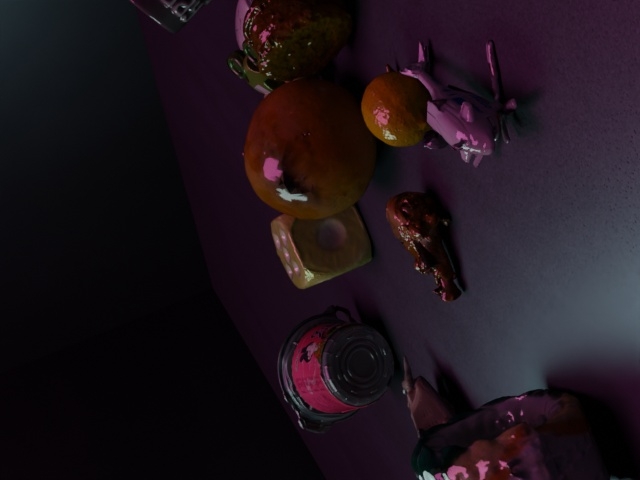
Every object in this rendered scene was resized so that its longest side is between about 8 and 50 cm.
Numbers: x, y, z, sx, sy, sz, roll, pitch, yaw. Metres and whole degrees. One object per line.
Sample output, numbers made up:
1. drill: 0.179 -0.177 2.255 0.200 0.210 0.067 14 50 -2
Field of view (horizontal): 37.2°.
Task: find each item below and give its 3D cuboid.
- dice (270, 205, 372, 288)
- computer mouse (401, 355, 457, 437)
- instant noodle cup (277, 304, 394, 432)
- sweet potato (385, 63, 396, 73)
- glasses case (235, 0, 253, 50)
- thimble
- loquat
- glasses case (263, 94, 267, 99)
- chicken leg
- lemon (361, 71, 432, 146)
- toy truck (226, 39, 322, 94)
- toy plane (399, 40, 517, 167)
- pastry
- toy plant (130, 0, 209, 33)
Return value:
1. dice: 0.000 0.000 2.045 0.169 0.166 0.169 68 165 1
2. computer mouse: 0.251 0.399 1.849 0.199 0.114 0.389 76 178 -65
3. instant noodle cup: 0.054 0.288 2.171 0.181 0.258 0.303 -21 63 61
4. sweet potato: 0.129 -0.231 1.537 0.026 0.026 0.115 -175 69 -74
5. glasses case: -0.163 -0.484 2.160 0.076 0.049 0.197 64 165 15
6. thimble: 0.274 0.330 1.370 0.167 0.254 0.288 67 163 1
7. loquat: -0.017 -0.167 1.759 0.263 0.263 0.263 59 163 31
8. glasses case: -0.061 -0.310 2.050 0.102 0.070 0.193 38 159 5
9. chicken leg: 0.184 0.010 1.594 0.208 0.085 0.101 62 155 -10
10. lemon: 0.118 -0.202 1.453 0.133 0.109 0.109 45 154 38
11. toy truck: -0.061 -0.343 1.853 0.210 0.148 0.187 45 159 6
12. toy plane: 0.170 -0.197 1.285 0.182 0.107 0.273 96 153 -51
13. pastry: -0.040 -0.363 1.626 0.103 0.188 0.189 60 164 21
14. toy plant: -0.152 -0.516 1.490 0.279 0.400 0.185 39 -171 -14
